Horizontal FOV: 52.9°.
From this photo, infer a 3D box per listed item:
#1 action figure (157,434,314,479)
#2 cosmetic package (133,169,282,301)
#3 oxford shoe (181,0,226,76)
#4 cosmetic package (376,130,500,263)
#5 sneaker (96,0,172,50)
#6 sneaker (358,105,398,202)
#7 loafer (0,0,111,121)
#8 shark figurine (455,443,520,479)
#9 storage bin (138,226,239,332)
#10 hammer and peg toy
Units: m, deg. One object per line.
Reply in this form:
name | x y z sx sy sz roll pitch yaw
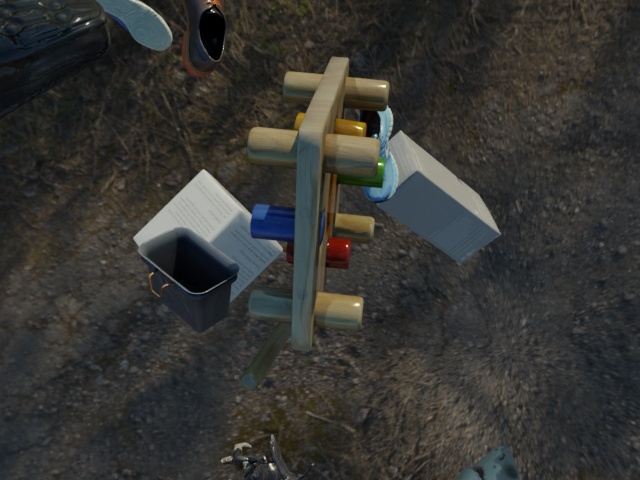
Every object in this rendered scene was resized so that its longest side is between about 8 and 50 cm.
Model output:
action figure | -0.132 0.420 1.072 0.275 0.141 0.164 -12 74 7
cosmetic package | -0.201 0.007 1.157 0.183 0.151 0.151 -44 50 -1
oxford shoe | -0.222 -0.471 1.285 0.098 0.096 0.271 -1 93 56
cosmetic package | 0.196 -0.073 1.141 0.107 0.238 0.127 -40 39 22
sneaker | -0.298 -0.363 1.015 0.152 0.085 0.058 30 112 -20
sneaker | 0.077 -0.137 0.988 0.063 0.073 0.162 -7 86 23
loafer | -0.231 -0.086 0.389 0.223 0.078 0.076 -27 56 -13
shark figurine | 0.057 0.289 0.456 0.116 0.166 0.278 42 109 -9
storage bin | -0.184 0.061 0.881 0.135 0.098 0.091 31 134 30
hammer and peg toy | 0.000 0.000 0.740 0.127 0.266 0.361 7 120 5
